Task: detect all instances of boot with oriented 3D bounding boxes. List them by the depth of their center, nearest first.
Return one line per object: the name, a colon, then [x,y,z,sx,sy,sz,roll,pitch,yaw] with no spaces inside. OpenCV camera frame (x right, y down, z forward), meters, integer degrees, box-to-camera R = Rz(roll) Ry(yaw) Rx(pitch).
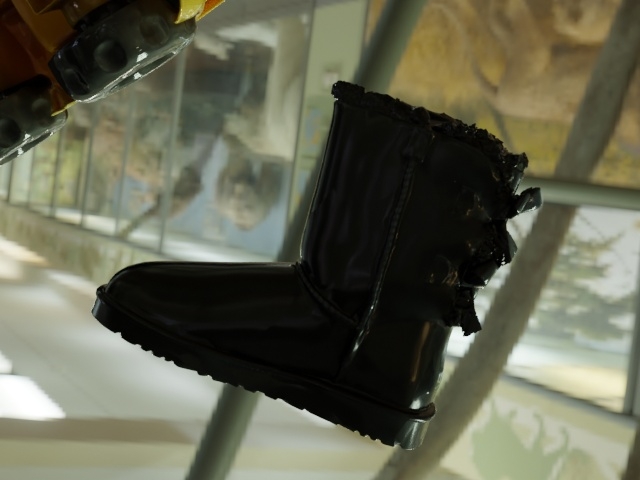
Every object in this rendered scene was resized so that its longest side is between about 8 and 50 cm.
boot: [0.000,0.000,0.381,0.121,0.099,0.045,20,-171,5]

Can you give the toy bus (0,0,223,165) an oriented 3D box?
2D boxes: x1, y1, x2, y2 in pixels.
toy bus: [-0.134,-0.156,0.706,0.220,0.149,0.211,-28,-173,33]
